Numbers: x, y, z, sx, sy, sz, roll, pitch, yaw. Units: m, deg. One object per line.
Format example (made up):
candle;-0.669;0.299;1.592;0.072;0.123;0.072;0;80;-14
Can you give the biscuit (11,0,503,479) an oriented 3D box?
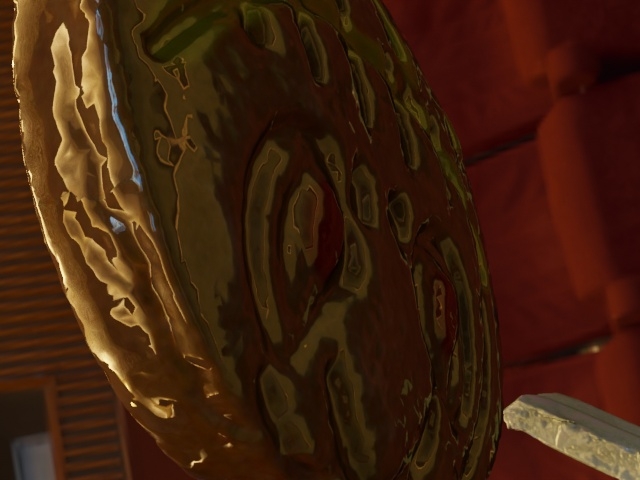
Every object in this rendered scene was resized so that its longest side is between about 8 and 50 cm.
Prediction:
biscuit;0.008;-0.002;0.598;0.394;0.070;0.350;21;-124;-63

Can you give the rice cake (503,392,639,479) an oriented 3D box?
rice cake;0.274;0.187;1.141;0.085;0.226;0.040;4;-75;-54
